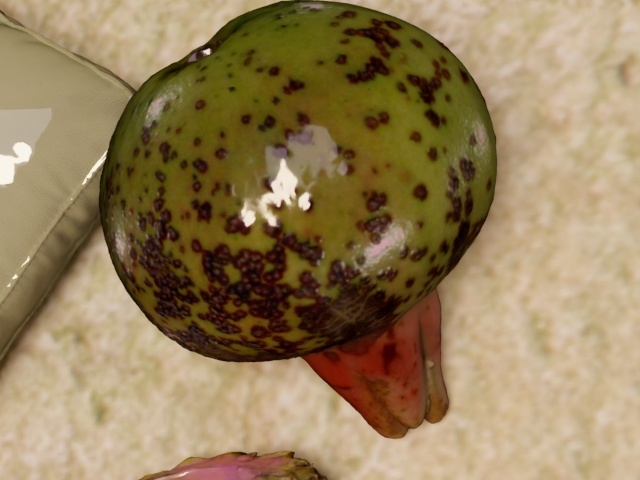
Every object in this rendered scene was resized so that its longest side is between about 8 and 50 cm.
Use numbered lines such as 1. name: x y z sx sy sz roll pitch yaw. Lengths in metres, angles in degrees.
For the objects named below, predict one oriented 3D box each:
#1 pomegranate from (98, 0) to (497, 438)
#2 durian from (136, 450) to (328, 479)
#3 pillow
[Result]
1. pomegranate: 0.000 0.000 0.740 0.214 0.214 0.248 -26 109 2
2. durian: -0.091 0.199 0.676 0.186 0.260 0.154 17 114 29
3. pillow: -0.274 -0.005 0.810 0.255 0.120 0.322 32 83 19
